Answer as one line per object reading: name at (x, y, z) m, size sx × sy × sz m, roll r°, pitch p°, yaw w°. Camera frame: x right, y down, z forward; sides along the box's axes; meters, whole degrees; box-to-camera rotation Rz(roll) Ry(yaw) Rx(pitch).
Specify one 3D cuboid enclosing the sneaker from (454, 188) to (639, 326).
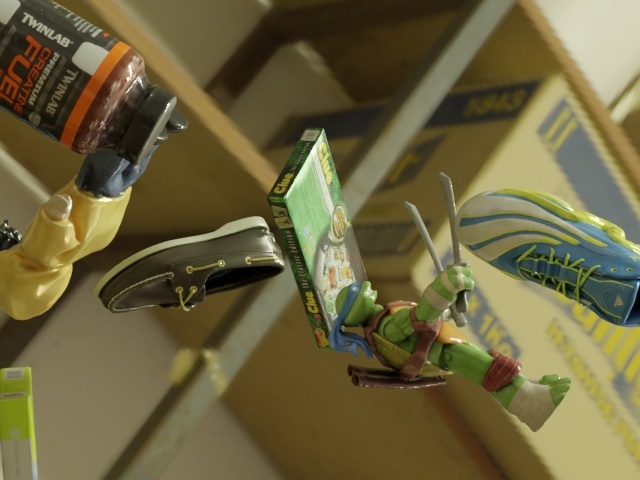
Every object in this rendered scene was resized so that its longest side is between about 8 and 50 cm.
sneaker at (0.249, 0.018, 1.498) m, size 0.240 × 0.091 × 0.126 m, roll 17°, pitch 12°, yaw -7°

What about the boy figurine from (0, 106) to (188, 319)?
boy figurine at (-0.249, -0.037, 1.612) m, size 0.092 × 0.177 × 0.285 m, roll 42°, pitch -65°, yaw 2°

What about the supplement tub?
supplement tub at (-0.225, -0.144, 1.343) m, size 0.198 × 0.106 × 0.106 m, roll 30°, pitch -28°, yaw -2°

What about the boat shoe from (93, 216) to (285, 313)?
boat shoe at (-0.145, 0.039, 1.780) m, size 0.068 × 0.228 × 0.081 m, roll 58°, pitch -29°, yaw 22°

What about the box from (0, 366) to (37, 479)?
box at (-0.366, 0.255, 1.900) m, size 0.109 × 0.042 × 0.178 m, roll -123°, pitch -149°, yaw -71°

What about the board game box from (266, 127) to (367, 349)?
board game box at (0.000, 0.000, 1.969) m, size 0.030 × 0.136 × 0.259 m, roll 6°, pitch -46°, yaw 26°

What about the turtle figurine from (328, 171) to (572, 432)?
turtle figurine at (0.171, 0.077, 1.768) m, size 0.266 × 0.274 × 0.198 m, roll 36°, pitch -34°, yaw -1°

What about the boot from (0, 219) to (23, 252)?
boot at (-0.407, 0.018, 1.844) m, size 0.099 × 0.121 × 0.045 m, roll 50°, pitch 10°, yaw -48°
